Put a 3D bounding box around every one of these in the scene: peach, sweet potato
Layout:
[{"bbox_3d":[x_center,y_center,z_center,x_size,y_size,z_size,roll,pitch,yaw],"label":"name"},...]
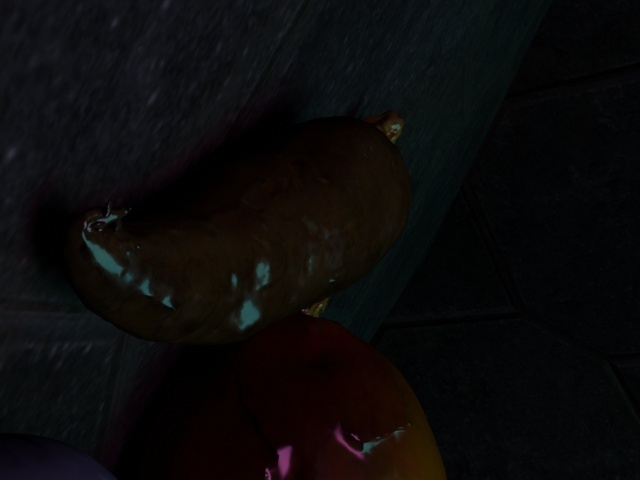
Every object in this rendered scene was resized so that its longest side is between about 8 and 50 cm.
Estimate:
[{"bbox_3d":[-0.027,0.239,0.950,0.372,0.290,0.372,-60,168,-22],"label":"peach"},{"bbox_3d":[-0.040,-0.007,0.673,0.423,0.131,0.130,-24,144,-61],"label":"sweet potato"}]

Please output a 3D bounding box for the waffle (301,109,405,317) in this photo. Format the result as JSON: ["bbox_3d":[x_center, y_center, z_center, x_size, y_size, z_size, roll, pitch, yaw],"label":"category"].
[{"bbox_3d":[-0.001,-0.001,1.069,0.309,0.065,0.283,-66,172,16],"label":"waffle"}]

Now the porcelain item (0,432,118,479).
[{"bbox_3d":[-0.161,0.151,0.449,0.141,0.141,0.259,-59,163,-9],"label":"porcelain item"}]
